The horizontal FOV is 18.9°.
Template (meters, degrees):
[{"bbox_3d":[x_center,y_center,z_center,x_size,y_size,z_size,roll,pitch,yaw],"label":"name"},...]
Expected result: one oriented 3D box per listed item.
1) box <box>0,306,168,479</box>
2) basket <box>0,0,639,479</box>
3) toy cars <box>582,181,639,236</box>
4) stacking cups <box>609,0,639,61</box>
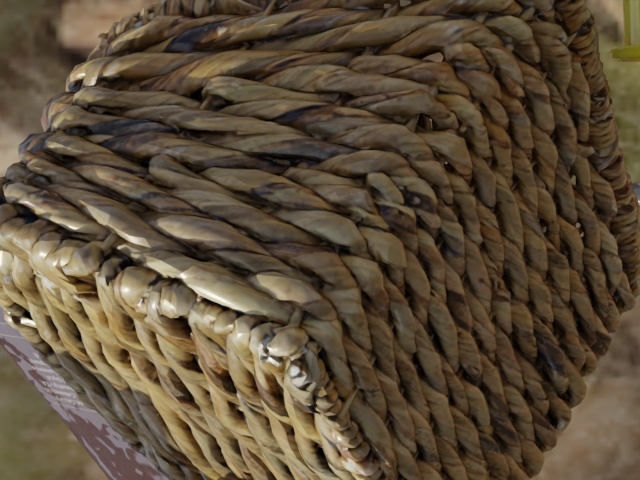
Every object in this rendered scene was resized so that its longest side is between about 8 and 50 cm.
[{"bbox_3d":[-0.062,0.045,1.113,0.167,0.168,0.203,1,133,49],"label":"box"},{"bbox_3d":[0.000,0.000,0.887,0.213,0.299,0.223,21,68,29],"label":"basket"},{"bbox_3d":[0.430,-0.042,1.816,0.087,0.393,0.176,-96,-19,-73],"label":"toy cars"},{"bbox_3d":[0.170,-0.236,0.820,0.096,0.096,0.316,4,95,55],"label":"stacking cups"}]
